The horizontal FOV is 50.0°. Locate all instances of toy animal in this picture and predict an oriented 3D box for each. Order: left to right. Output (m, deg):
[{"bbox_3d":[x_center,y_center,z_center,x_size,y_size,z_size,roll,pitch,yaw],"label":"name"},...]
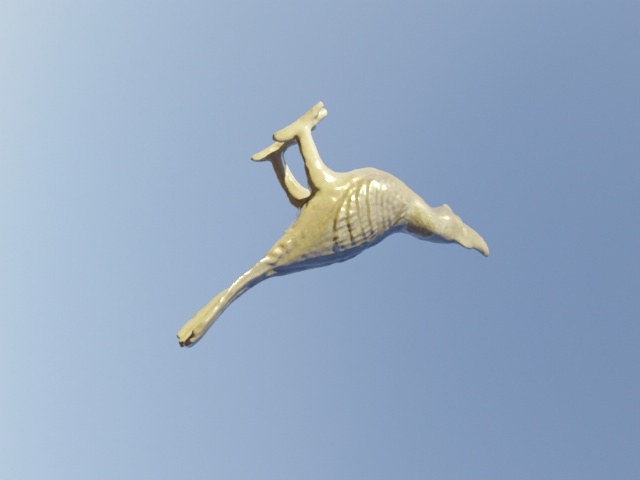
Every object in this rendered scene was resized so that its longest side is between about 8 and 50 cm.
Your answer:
[{"bbox_3d":[0.002,-0.036,0.717,0.081,0.367,0.205,-43,-115,61],"label":"toy animal"}]
